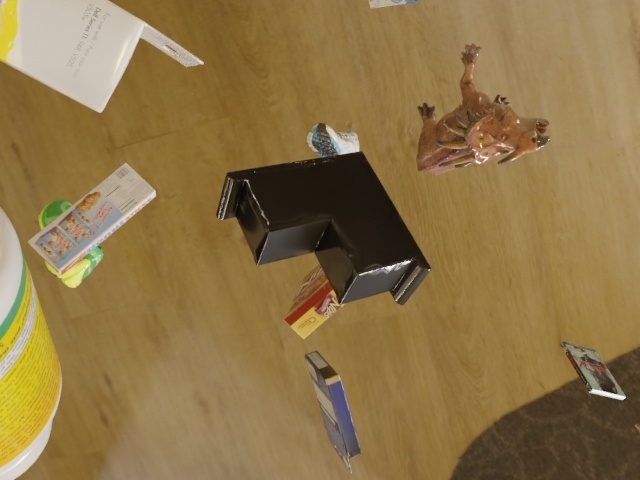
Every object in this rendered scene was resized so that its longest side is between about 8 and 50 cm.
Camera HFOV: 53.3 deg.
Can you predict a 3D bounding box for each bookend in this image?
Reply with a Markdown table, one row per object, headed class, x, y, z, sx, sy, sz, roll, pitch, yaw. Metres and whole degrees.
| class | x | y | z | sx | sy | sz | roll | pitch | yaw |
| --- | --- | --- | --- | --- | --- | --- | --- | --- | --- |
| bookend | 0.000 | 0.000 | 0.639 | 0.157 | 0.156 | 0.072 | 62 | 149 | 26 |

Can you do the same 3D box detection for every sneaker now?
| class | x | y | z | sx | sy | sz | roll | pitch | yaw |
| --- | --- | --- | --- | --- | --- | --- | --- | --- | --- |
| sneaker | -0.505 | -0.007 | 1.330 | 0.123 | 0.295 | 0.109 | -35 | 129 | -6 |
| sneaker | 0.035 | -0.191 | 1.253 | 0.071 | 0.190 | 0.083 | 27 | 81 | 24 |

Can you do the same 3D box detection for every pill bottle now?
| class | x | y | z | sx | sy | sz | roll | pitch | yaw |
| --- | --- | --- | --- | --- | --- | --- | --- | --- | --- |
| pill bottle | -0.214 | 0.070 | 0.361 | 0.118 | 0.117 | 0.208 | 21 | 142 | 3 |

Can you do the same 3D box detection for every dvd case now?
| class | x | y | z | sx | sy | sz | roll | pitch | yaw |
| --- | --- | --- | --- | --- | --- | --- | --- | --- | --- |
| dvd case | 0.517 | 0.247 | 1.215 | 0.087 | 0.119 | 0.013 | 16 | 122 | -21 |

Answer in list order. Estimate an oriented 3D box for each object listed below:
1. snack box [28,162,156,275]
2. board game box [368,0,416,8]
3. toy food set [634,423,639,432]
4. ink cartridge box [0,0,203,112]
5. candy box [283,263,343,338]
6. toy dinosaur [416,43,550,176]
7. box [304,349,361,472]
| class | x | y | z | sx | sy | sz | roll | pitch | yaw |
| --- | --- | --- | --- | --- | --- | --- | --- | --- | --- |
| snack box | -0.325 | -0.033 | 0.917 | 0.064 | 0.022 | 0.178 | 43 | 68 | 5 |
| board game box | 0.133 | -0.374 | 0.954 | 0.090 | 0.090 | 0.020 | 17 | 135 | 48 |
| toy food set | 0.553 | 0.308 | 0.996 | 0.038 | 0.192 | 0.132 | -35 | 56 | 2 |
| ink cartridge box | -0.331 | -0.256 | 0.759 | 0.353 | 0.207 | 0.119 | 27 | 94 | -21 |
| candy box | 0.006 | 0.085 | 1.121 | 0.109 | 0.186 | 0.053 | -42 | 96 | 19 |
| toy dinosaur | 0.213 | -0.156 | 0.995 | 0.127 | 0.200 | 0.296 | 27 | 149 | -12 |
| box | 0.029 | 0.354 | 1.327 | 0.037 | 0.136 | 0.225 | -18 | 107 | -15 |
